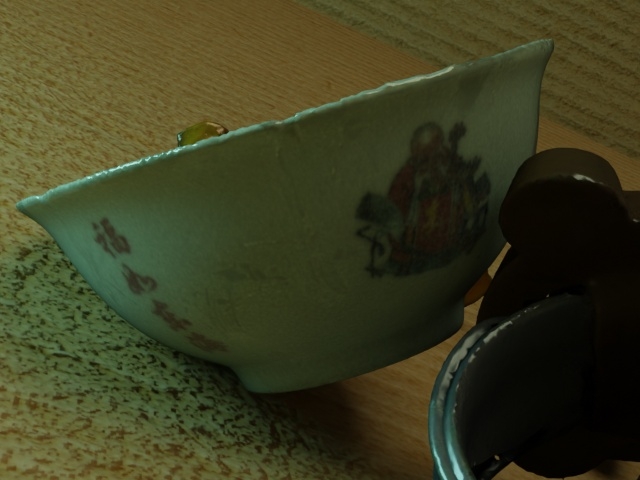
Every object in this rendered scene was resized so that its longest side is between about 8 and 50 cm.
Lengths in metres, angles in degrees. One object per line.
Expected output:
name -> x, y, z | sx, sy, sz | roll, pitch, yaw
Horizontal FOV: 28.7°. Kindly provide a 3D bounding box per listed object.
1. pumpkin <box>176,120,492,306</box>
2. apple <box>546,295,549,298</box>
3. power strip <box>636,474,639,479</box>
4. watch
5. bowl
pumpkin -> 0.011, -0.008, 1.281 | 0.290, 0.095, 0.258 | 38, 16, 18
apple -> 0.261, 0.118, 1.209 | 0.158, 0.156, 0.147 | 21, -8, 16
power strip -> 0.462, 0.263, 1.088 | 0.357, 0.161, 0.357 | 26, 19, -9
watch -> 0.240, 0.147, 0.810 | 0.335, 0.314, 0.327 | 2, 42, 10
bowl -> 0.000, 0.000, 0.978 | 0.435, 0.435, 0.196 | -24, 97, -67
